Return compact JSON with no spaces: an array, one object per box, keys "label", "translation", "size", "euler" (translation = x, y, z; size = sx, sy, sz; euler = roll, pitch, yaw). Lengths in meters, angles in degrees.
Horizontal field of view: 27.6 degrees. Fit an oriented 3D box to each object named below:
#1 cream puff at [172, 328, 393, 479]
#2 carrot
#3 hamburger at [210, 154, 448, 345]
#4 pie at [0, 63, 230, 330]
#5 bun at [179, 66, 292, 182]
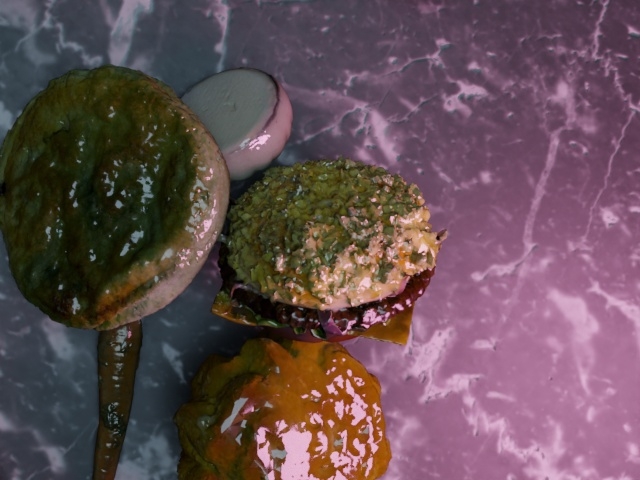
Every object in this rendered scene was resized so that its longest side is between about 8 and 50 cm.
[{"label":"cream puff","translation":[-0.039,0.205,1.375],"size":[0.244,0.196,0.244],"euler":[-1,96,-12]},{"label":"carrot","translation":[-0.228,0.194,1.420],"size":[0.049,0.049,0.255],"euler":[6,97,-11]},{"label":"hamburger","translation":[0.000,0.000,1.342],"size":[0.261,0.243,0.139],"euler":[1,125,7]},{"label":"pie","translation":[-0.222,-0.049,1.327],"size":[0.277,0.078,0.277],"euler":[0,89,19]},{"label":"bun","translation":[-0.089,-0.110,1.391],"size":[0.138,0.138,0.094],"euler":[-35,136,-7]}]
